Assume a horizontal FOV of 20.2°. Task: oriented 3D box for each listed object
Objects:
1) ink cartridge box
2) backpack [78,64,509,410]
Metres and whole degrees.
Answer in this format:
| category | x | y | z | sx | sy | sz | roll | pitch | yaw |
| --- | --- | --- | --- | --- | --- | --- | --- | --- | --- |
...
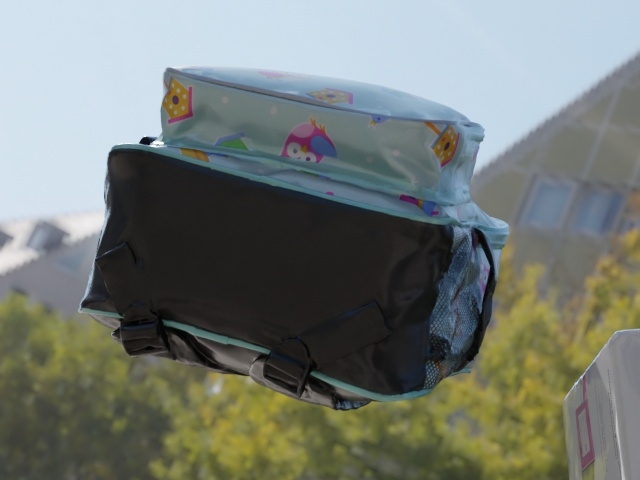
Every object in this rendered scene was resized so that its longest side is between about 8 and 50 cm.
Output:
| category | x | y | z | sx | sy | sz | roll | pitch | yaw |
| --- | --- | --- | --- | --- | --- | --- | --- | --- | --- |
| ink cartridge box | 0.126 | 0.060 | 0.553 | 0.088 | 0.052 | 0.122 | -4 | -13 | 0 |
| backpack | 0.000 | 0.000 | 0.799 | 0.165 | 0.144 | 0.188 | 11 | -6 | 18 |
